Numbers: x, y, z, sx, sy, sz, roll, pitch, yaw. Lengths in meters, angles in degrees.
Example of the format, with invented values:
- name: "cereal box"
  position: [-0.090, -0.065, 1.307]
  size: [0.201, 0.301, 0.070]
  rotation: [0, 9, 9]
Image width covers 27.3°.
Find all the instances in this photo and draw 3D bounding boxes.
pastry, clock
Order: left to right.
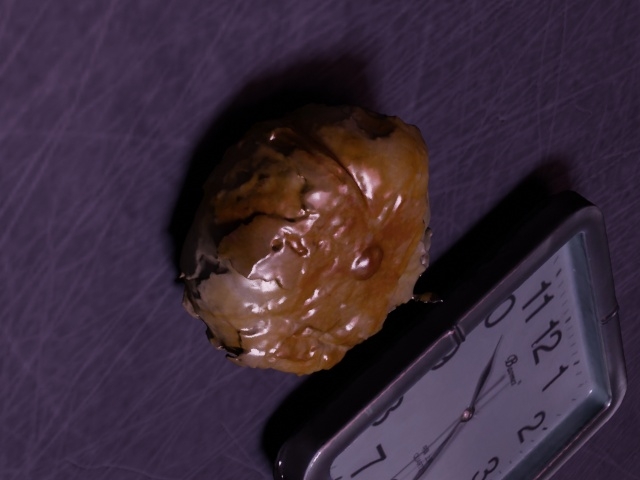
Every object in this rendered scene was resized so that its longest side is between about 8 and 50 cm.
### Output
- name: "pastry"
  position: [-0.004, -0.002, 0.687]
  size: [0.153, 0.081, 0.153]
  rotation: [-21, 135, -22]
- name: "clock"
  position: [0.101, 0.124, 0.926]
  size: [0.279, 0.049, 0.273]
  rotation: [-41, 143, -15]
